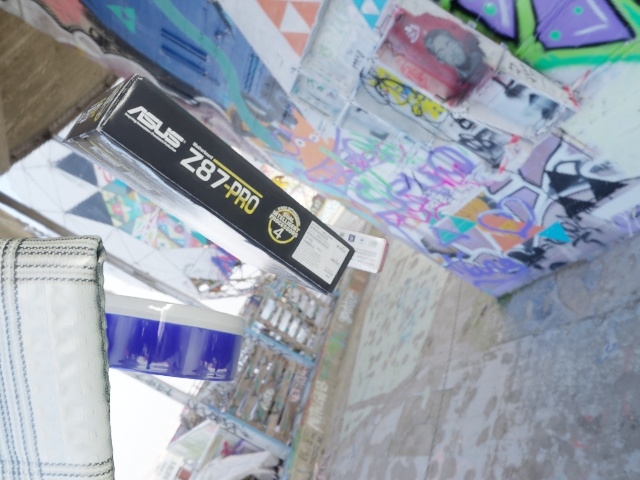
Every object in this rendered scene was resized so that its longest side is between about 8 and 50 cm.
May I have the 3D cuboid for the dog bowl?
[{"bbox_3d":[-0.260,0.159,0.842,0.265,0.264,0.104,136,144,-73],"label":"dog bowl"}]

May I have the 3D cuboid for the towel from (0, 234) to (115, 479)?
[{"bbox_3d":[-0.304,0.160,0.370,0.056,0.311,0.325,-122,31,-80],"label":"towel"}]

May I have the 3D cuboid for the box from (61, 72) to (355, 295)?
[{"bbox_3d":[-0.178,-0.070,0.798,0.318,0.394,0.097,9,66,57],"label":"box"}]

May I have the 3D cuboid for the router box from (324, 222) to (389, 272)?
[{"bbox_3d":[0.000,0.000,1.301,0.301,0.335,0.082,17,-92,-81],"label":"router box"}]
